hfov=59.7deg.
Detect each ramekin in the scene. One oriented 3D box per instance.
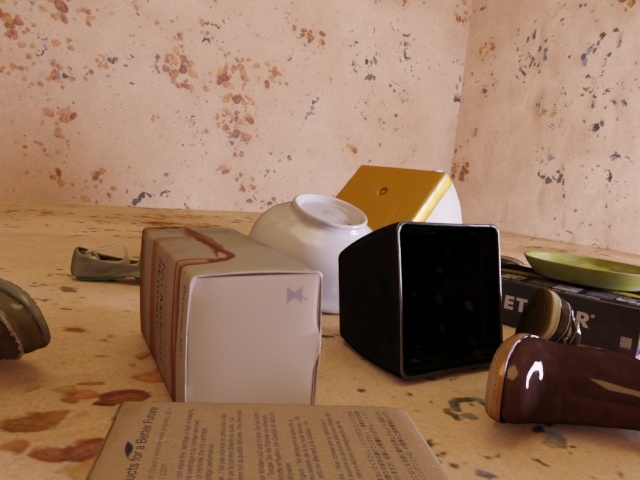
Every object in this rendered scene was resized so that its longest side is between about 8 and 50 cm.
[{"bbox_3d":[0.269,-0.043,1.474,0.127,0.273,0.272,-5,0,34],"label":"ramekin"}]

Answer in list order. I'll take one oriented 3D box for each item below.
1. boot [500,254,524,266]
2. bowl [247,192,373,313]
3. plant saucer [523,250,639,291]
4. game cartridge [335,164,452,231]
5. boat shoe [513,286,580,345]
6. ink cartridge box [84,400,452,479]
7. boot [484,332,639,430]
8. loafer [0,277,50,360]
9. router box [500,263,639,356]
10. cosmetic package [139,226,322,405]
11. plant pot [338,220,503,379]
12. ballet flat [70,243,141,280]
[{"bbox_3d":[0.367,0.082,1.323,0.197,0.077,0.137,-5,4,40],"label":"boot"},{"bbox_3d":[0.000,0.000,1.039,0.297,0.134,0.298,14,23,-6],"label":"bowl"},{"bbox_3d":[0.509,0.058,1.057,0.240,0.037,0.241,6,6,-1],"label":"plant saucer"},{"bbox_3d":[0.118,-0.047,1.337,0.285,0.324,0.053,15,-29,48],"label":"game cartridge"},{"bbox_3d":[0.314,0.119,0.754,0.073,0.080,0.223,15,-14,13],"label":"boat shoe"},{"bbox_3d":[-0.021,0.164,0.262,0.193,0.088,0.235,3,8,-8],"label":"ink cartridge box"},{"bbox_3d":[0.301,0.155,0.562,0.206,0.090,0.248,8,2,41],"label":"boot"},{"bbox_3d":[-0.395,0.095,0.572,0.251,0.094,0.087,-2,30,16],"label":"loafer"},{"bbox_3d":[0.451,0.115,1.037,0.308,0.081,0.242,12,9,40],"label":"router box"},{"bbox_3d":[-0.119,0.077,0.627,0.129,0.153,0.296,0,7,-26],"label":"cosmetic package"},{"bbox_3d":[0.124,0.076,0.770,0.187,0.188,0.167,0,-4,-34],"label":"plant pot"},{"bbox_3d":[-0.346,0.042,1.026,0.213,0.068,0.072,4,8,-13],"label":"ballet flat"}]
